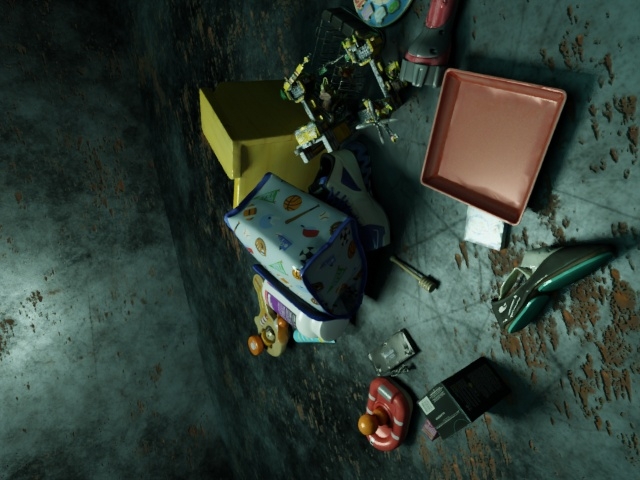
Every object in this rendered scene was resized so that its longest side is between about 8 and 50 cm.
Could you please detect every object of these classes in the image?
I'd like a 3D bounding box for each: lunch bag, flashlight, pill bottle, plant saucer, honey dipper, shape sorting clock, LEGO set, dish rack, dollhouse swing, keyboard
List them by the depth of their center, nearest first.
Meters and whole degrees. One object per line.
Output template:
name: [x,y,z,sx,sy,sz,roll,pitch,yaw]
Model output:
flashlight: [0.237,-0.474,0.841,0.103,0.103,0.304,-94,8,-55]
plant saucer: [0.341,-0.197,0.856,0.258,0.048,0.259,36,129,43]
shape sorting clock: [0.148,-0.614,0.978,0.206,0.040,0.206,25,122,48]
LEGO set: [0.031,-0.337,1.021,0.331,0.192,0.254,-5,118,37]
honey dipper: [0.241,0.086,1.119,0.161,0.031,0.030,39,131,44]
dish rack: [0.048,-0.472,1.148,0.208,0.074,0.271,52,141,32]
lunch bag: [-0.048,0.050,1.197,0.328,0.239,0.385,35,164,32]
keyboard: [0.216,0.348,1.234,0.180,0.023,0.108,-51,54,39]
dollhouse swing: [-0.166,-0.266,1.285,0.315,0.347,0.305,57,145,24]
pill bottle: [-0.051,0.215,1.443,0.323,0.182,0.181,29,125,46]

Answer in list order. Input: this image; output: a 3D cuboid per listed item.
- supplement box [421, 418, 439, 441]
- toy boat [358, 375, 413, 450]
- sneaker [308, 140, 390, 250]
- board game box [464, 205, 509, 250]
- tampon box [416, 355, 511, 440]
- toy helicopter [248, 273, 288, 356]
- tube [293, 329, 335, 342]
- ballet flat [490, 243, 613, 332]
supplement box: [0.319,0.498,1.140,0.043,0.055,0.083,43,134,40]
toy boat: [0.178,0.540,1.268,0.151,0.151,0.231,32,127,45]
sneaker: [0.062,-0.113,1.161,0.127,0.182,0.315,-20,86,57]
board game box: [0.361,-0.033,0.912,0.090,0.020,0.090,25,121,48]
tampon box: [0.334,0.367,0.976,0.101,0.161,0.120,54,139,28]
toy helicopter: [-0.215,0.311,1.754,0.235,0.140,0.354,-14,88,53]
tube: [-0.024,0.354,1.581,0.207,0.052,0.080,-22,95,50]
ballet flat: [0.421,0.076,0.811,0.096,0.095,0.280,66,146,34]
